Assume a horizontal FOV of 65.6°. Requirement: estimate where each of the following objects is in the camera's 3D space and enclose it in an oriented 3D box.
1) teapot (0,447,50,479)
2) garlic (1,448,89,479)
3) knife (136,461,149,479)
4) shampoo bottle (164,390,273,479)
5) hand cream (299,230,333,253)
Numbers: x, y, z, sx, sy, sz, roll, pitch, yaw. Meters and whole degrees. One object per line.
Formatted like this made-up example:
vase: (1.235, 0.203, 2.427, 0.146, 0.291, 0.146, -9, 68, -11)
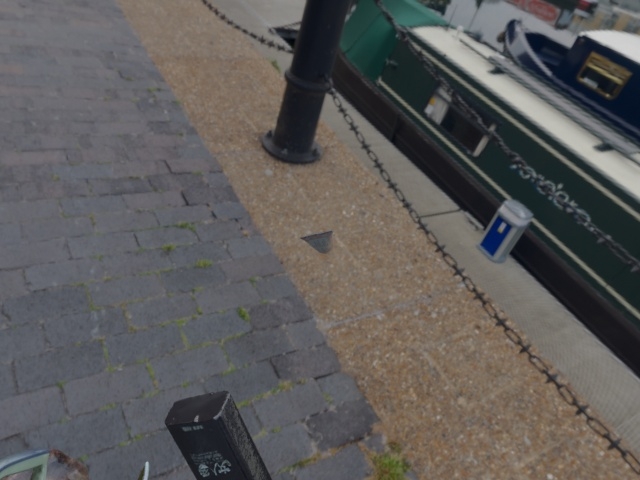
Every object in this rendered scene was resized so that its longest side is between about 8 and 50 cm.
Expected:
teapot: (-0.367, 0.340, 0.584, 0.111, 0.108, 0.149, 31, 84, 22)
garlic: (-0.584, 0.549, 1.023, 0.245, 0.160, 0.244, 32, 36, -26)
knife: (-0.491, 0.711, 1.200, 0.027, 0.061, 0.342, 29, 76, -30)
shampoo bottle: (-0.132, 0.378, 0.782, 0.098, 0.309, 0.071, -15, 22, 12)
hand cream: (0.000, 0.000, 1.086, 0.067, 0.209, 0.043, -10, 82, 3)
